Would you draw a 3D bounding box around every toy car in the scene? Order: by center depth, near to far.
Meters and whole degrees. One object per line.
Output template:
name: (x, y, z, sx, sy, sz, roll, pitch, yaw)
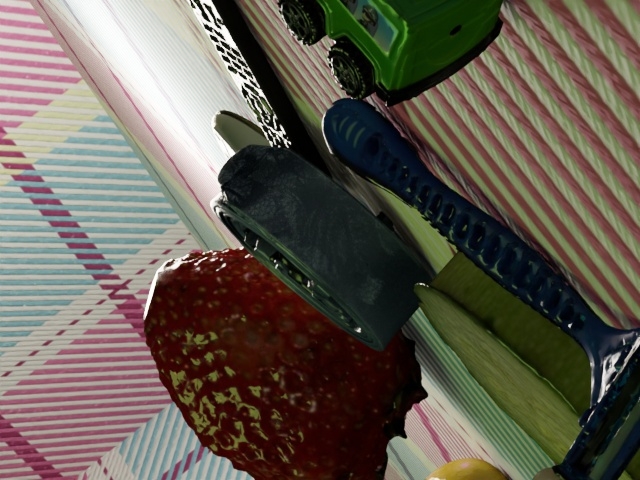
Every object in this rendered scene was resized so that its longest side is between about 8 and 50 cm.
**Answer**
toy car: (0.003, -0.133, 0.527, 0.165, 0.071, 0.062, 51, 157, 12)

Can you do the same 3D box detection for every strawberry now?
strawberry: (-0.049, 0.121, 1.338, 0.288, 0.239, 0.250, 29, 167, -14)

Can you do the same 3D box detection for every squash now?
squash: (0.149, 0.097, 0.853, 0.219, 0.041, 0.219, 47, 173, 7)

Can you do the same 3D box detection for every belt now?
belt: (0.000, 0.000, 1.047, 0.190, 0.082, 0.141, 38, 168, 19)

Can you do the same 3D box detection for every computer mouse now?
computer mouse: (-0.029, -0.046, 1.212, 0.199, 0.045, 0.102, 49, 171, 24)

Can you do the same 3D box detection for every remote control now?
remote control: (-0.053, -0.130, 1.039, 0.063, 0.025, 0.245, 43, 168, 46)

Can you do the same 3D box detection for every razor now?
razor: (0.090, 0.006, 0.727, 0.056, 0.093, 0.324, 14, -157, -36)

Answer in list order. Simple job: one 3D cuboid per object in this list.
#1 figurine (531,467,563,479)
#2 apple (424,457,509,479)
figurine: (0.193, 0.291, 1.071, 0.133, 0.200, 0.276, 14, 180, -4)
apple: (0.159, 0.309, 1.414, 0.146, 0.146, 0.146, 51, 172, 9)
